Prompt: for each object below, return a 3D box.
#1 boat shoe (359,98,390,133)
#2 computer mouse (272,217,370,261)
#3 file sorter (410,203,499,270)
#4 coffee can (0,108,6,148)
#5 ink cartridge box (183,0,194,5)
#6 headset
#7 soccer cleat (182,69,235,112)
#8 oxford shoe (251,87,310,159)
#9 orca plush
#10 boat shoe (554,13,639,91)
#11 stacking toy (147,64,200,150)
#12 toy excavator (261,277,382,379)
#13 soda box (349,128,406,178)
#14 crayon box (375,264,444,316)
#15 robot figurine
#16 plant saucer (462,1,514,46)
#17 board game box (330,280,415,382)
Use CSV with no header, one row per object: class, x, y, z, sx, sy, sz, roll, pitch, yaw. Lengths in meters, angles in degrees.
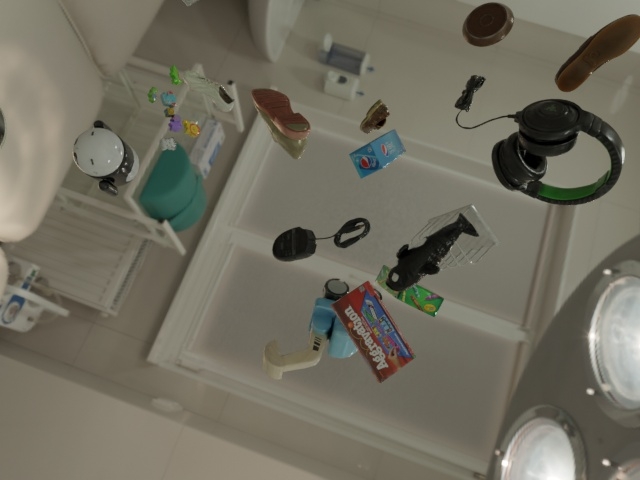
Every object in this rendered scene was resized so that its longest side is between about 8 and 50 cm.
boat shoe,0.170,-0.372,1.631,0.064,0.060,0.178,-44,178,-15
computer mouse,0.000,0.000,1.110,0.041,0.242,0.071,31,53,-52
file sorter,0.527,0.005,2.108,0.173,0.193,0.277,-39,-173,-26
coffee can,-0.792,-0.269,1.076,0.202,0.201,0.275,-70,-163,-8
ink cartridge box,-0.367,-0.947,1.840,0.261,0.066,0.296,-34,-154,15
headset,0.495,-0.241,1.206,0.185,0.394,0.243,-59,176,-33
soccer cleat,-0.372,-0.514,1.762,0.076,0.196,0.068,-30,-152,53
oxford shoe,-0.170,-0.455,1.996,0.147,0.140,0.397,100,-31,-41
orca plush,0.313,0.060,1.432,0.151,0.287,0.102,59,1,-42
boat shoe,0.619,-0.426,1.173,0.207,0.073,0.073,-39,-166,38
stacking toy,-0.457,-0.402,1.617,0.052,0.167,0.221,-14,88,-46
toy excavator,0.020,0.372,2.055,0.445,0.432,0.222,-77,-179,-52
soda box,0.153,-0.229,1.361,0.067,0.071,0.210,-23,-171,31
crayon box,0.331,0.186,1.980,0.081,0.165,0.278,-63,-166,3
robot figurine,-0.745,-0.285,1.821,0.173,0.209,0.278,-47,176,-6
plant saucer,0.557,-0.730,1.746,0.029,0.168,0.168,33,74,-58
board game box,0.164,0.281,1.620,0.145,0.281,0.027,-31,177,-17
